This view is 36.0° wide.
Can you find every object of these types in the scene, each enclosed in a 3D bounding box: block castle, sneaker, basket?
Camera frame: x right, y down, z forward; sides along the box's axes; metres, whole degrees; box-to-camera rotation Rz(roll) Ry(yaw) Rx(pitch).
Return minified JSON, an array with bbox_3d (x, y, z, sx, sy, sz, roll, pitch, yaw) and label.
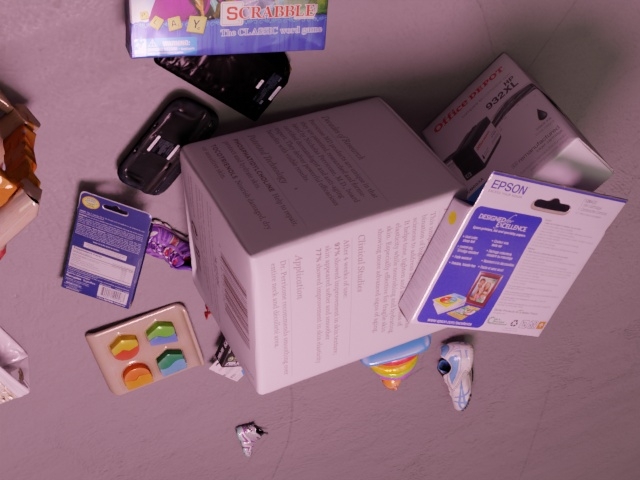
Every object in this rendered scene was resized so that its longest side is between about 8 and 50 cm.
[{"bbox_3d":[-0.630,-0.165,1.408,0.213,0.303,0.453,-39,130,14],"label":"block castle"},{"bbox_3d":[0.322,0.321,2.349,0.086,0.085,0.237,3,136,11],"label":"sneaker"},{"bbox_3d":[-0.642,0.230,1.866,0.103,0.113,0.167,-28,133,6],"label":"basket"},{"bbox_3d":[-0.154,0.464,2.303,0.069,0.038,0.098,-18,133,-5],"label":"sneaker"},{"bbox_3d":[-0.285,0.015,1.851,0.170,0.071,0.068,20,119,-32],"label":"sneaker"}]

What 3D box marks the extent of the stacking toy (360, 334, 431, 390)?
[{"bbox_3d":[0.157,0.251,2.185,0.165,0.175,0.302,-16,144,-4],"label":"stacking toy"}]

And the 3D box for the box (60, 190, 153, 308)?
[{"bbox_3d":[-0.387,0.013,1.798,0.136,0.036,0.225,19,124,-3],"label":"box"}]

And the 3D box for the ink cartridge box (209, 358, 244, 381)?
[{"bbox_3d":[-0.199,0.267,2.126,0.048,0.028,0.083,-45,130,17],"label":"ink cartridge box"}]

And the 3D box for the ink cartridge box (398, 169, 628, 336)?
[{"bbox_3d":[0.322,0.020,1.666,0.303,0.072,0.307,9,119,-31],"label":"ink cartridge box"}]

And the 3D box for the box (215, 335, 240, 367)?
[{"bbox_3d":[-0.104,0.186,2.067,0.190,0.045,0.184,1,127,-35],"label":"box"}]

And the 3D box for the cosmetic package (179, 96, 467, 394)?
[{"bbox_3d":[0.000,0.000,1.735,0.393,0.327,0.329,-17,133,-20],"label":"cosmetic package"}]

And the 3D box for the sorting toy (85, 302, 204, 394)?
[{"bbox_3d":[-0.356,0.231,2.028,0.208,0.038,0.193,-17,133,-6],"label":"sorting toy"}]

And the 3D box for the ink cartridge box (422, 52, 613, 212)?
[{"bbox_3d":[0.346,-0.163,1.785,0.223,0.307,0.129,-44,128,17],"label":"ink cartridge box"}]

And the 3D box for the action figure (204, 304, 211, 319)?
[{"bbox_3d":[-0.179,0.145,2.032,0.115,0.030,0.038,-6,127,-20],"label":"action figure"}]

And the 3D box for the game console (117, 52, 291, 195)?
[{"bbox_3d":[-0.227,-0.225,1.692,0.213,0.044,0.361,28,114,-35],"label":"game console"}]

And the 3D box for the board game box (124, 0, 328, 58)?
[{"bbox_3d":[-0.140,-0.442,1.497,0.318,0.066,0.318,-7,122,-16],"label":"board game box"}]
